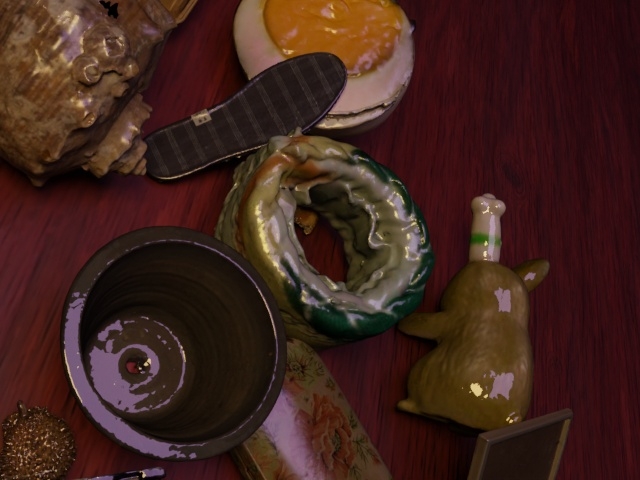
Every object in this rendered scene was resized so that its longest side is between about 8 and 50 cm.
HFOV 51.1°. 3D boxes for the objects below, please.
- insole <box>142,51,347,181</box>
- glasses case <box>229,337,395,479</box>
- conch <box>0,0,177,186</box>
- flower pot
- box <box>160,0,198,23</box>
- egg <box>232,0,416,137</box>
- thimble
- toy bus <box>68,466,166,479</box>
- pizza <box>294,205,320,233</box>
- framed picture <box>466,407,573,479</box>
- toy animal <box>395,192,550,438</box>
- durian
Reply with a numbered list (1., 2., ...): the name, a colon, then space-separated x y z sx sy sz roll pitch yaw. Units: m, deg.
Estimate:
1. insole: -0.097 -0.168 0.895 0.309 0.012 0.110 -26 80 -13
2. glasses case: 0.019 0.317 0.804 0.156 0.098 0.426 -30 90 -39
3. conch: -0.266 -0.239 0.733 0.297 0.209 0.353 -76 154 -62
4. flower pot: -0.172 0.117 0.706 0.235 0.148 0.236 16 61 -31
5. box: -0.218 -0.366 0.935 0.111 0.111 0.177 35 51 -22
6. egg: -0.001 -0.276 1.032 0.264 0.174 0.286 -40 83 -15
7. thimble: 0.000 0.000 0.877 0.288 0.167 0.254 50 56 -11
8. toy bus: -0.197 0.358 0.547 0.143 0.179 0.306 -1 69 -25
9. pizza: -0.044 -0.075 0.994 0.108 0.026 0.123 20 60 -29
10. framed picture: 0.249 0.377 0.910 0.213 0.016 0.290 0 106 -41
11. toy animal: 0.238 0.126 1.022 0.181 0.180 0.363 30 54 -25
12. durian: -0.271 0.195 0.632 0.080 0.080 0.091 -25 106 -44
